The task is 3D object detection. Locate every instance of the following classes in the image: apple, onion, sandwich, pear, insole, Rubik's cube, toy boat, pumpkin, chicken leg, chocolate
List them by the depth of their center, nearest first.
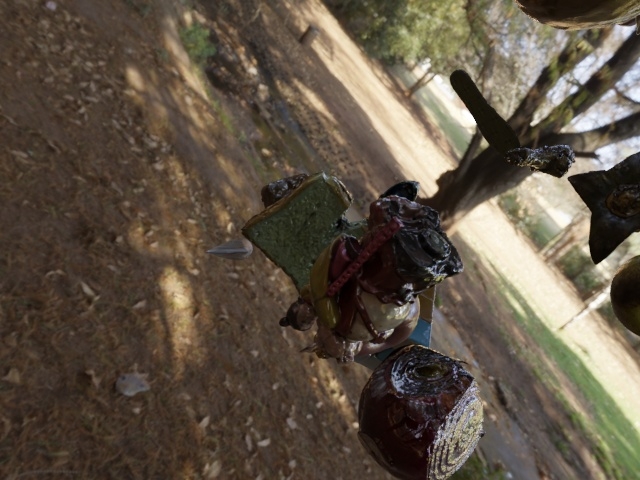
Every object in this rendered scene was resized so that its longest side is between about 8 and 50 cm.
[{"bbox_3d":[0.159,0.311,0.835,0.207,0.206,0.216,22,-41,49],"label":"onion"},{"bbox_3d":[0.750,0.117,1.026,0.197,0.197,0.197,41,20,-18],"label":"pear"},{"bbox_3d":[0.174,-0.095,1.059,0.061,0.137,0.060,-34,91,-45],"label":"toy boat"},{"bbox_3d":[0.000,0.001,1.069,0.273,0.249,0.095,51,14,-13],"label":"sandwich"},{"bbox_3d":[0.544,-0.195,1.139,0.125,0.080,0.196,15,18,40],"label":"chicken leg"},{"bbox_3d":[-0.072,-0.072,1.318,0.093,0.149,0.213,-1,-72,69],"label":"chocolate"},{"bbox_3d":[0.885,-0.105,1.359,0.095,0.258,0.290,11,63,-48],"label":"pumpkin"},{"bbox_3d":[0.484,-0.364,1.369,0.322,0.007,0.109,53,-22,-4],"label":"insole"},{"bbox_3d":[0.136,0.201,1.392,0.306,0.306,0.235,27,29,-45],"label":"apple"},{"bbox_3d":[0.230,0.289,1.928,0.345,0.347,0.346,31,47,-14],"label":"Rubik's cube"}]

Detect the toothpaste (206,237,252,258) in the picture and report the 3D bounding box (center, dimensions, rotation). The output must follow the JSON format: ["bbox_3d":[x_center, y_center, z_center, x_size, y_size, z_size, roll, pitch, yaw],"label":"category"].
[{"bbox_3d":[-0.229,0.026,1.259,0.100,0.066,0.323,1,1,-3],"label":"toothpaste"}]

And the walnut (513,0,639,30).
[{"bbox_3d":[0.390,-0.435,0.591,0.333,0.333,0.332,41,20,-18],"label":"walnut"}]

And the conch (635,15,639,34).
[{"bbox_3d":[0.630,-0.481,0.764,0.183,0.148,0.275,30,-24,16],"label":"conch"}]

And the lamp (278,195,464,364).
[{"bbox_3d":[0.034,0.063,0.502,0.118,0.253,0.118,26,37,-21],"label":"lamp"}]

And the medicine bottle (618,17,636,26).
[{"bbox_3d":[0.712,-0.640,1.182,0.250,0.133,0.133,10,31,-15],"label":"medicine bottle"}]
